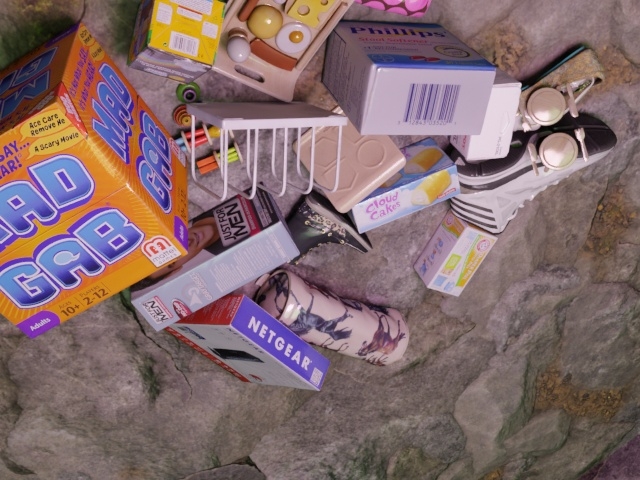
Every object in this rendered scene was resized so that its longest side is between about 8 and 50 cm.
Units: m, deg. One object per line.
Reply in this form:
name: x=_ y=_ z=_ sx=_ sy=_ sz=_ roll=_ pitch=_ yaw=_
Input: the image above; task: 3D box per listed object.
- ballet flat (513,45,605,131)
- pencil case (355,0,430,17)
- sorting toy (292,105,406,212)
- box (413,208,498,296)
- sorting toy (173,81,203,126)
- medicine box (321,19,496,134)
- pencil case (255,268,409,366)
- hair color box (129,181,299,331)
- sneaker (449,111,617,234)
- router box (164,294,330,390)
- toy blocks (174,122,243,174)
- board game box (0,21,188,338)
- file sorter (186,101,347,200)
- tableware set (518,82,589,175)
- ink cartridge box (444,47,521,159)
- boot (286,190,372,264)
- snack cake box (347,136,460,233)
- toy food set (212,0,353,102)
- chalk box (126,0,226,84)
ballet flat: x=0.523 y=-0.331 z=1.722 sx=0.348 sy=0.123 sz=0.123 roll=-31 pitch=127 yaw=1
pencil case: x=0.127 y=-0.529 z=1.484 sx=0.209 sy=0.095 sz=0.098 roll=4 pitch=152 yaw=-22
sorting toy: x=0.065 y=-0.195 z=1.645 sx=0.193 sy=0.208 sz=0.038 roll=-38 pitch=164 yaw=9
box: x=0.359 y=0.032 z=1.929 sx=0.114 sy=0.103 sz=0.203 roll=16 pitch=116 yaw=-27
sorting toy: x=-0.277 y=-0.285 z=1.537 sx=0.061 sy=0.042 sz=0.102 roll=3 pitch=121 yaw=-20
medicine box: x=0.172 y=-0.341 z=1.498 sx=0.263 sy=0.289 sz=0.149 roll=-3 pitch=124 yaw=-17
pencil case: x=0.027 y=0.202 z=1.888 sx=0.410 sy=0.183 sz=0.160 roll=22 pitch=106 yaw=-27
hair color box: x=-0.254 y=0.033 z=1.670 sx=0.374 sy=0.185 sz=0.114 roll=-29 pitch=127 yaw=1
sneaker: x=0.523 y=-0.167 z=1.851 sx=0.447 sy=0.169 sz=0.257 roll=-14 pitch=141 yaw=-11
router box: x=-0.193 y=0.251 z=1.786 sx=0.335 sy=0.301 sz=0.082 roll=42 pitch=58 yaw=-35
toy blocks: x=-0.258 y=-0.198 z=1.595 sx=0.148 sy=0.054 sz=0.123 roll=-21 pitch=126 yaw=-4
board game box: x=-0.495 y=-0.114 z=1.355 sx=0.356 sy=0.357 sz=0.356 roll=-28 pitch=126 yaw=10
file sorter: x=-0.116 y=-0.189 z=1.507 sx=0.277 sy=0.193 sz=0.173 roll=-7 pitch=111 yaw=-30
tableware set: x=0.535 y=-0.258 z=1.672 sx=0.128 sy=0.039 sz=0.194 roll=-15 pitch=97 yaw=10
ink cartridge box: x=0.334 y=-0.308 z=1.609 sx=0.100 sy=0.237 sz=0.172 roll=-7 pitch=124 yaw=-15
boot: x=-0.001 y=-0.002 z=1.802 sx=0.178 sy=0.085 sz=0.236 roll=-43 pitch=124 yaw=16
snack cake box: x=0.180 y=-0.134 z=1.727 sx=0.264 sy=0.152 sz=0.089 roll=-22 pitch=129 yaw=-4
toy food set: x=-0.074 y=-0.426 z=1.437 sx=0.219 sy=0.092 sz=0.306 roll=19 pitch=136 yaw=-28
chalk box: x=-0.286 y=-0.389 z=1.388 sx=0.132 sy=0.213 sz=0.132 roll=12 pitch=85 yaw=-28
